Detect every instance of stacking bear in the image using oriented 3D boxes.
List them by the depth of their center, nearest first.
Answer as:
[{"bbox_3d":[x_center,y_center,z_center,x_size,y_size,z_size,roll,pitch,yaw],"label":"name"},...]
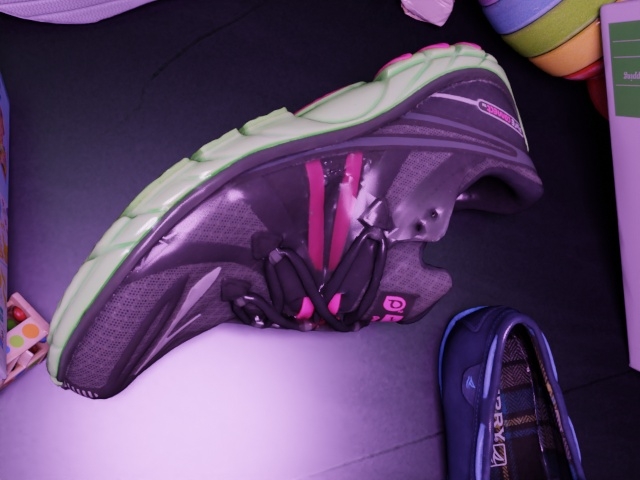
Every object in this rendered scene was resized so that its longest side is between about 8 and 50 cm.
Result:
[{"bbox_3d":[0.269,-0.235,0.739,0.289,0.175,0.164,43,47,-13],"label":"stacking bear"}]

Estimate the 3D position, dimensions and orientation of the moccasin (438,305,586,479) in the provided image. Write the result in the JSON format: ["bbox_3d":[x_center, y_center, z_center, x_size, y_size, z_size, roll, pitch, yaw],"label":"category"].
[{"bbox_3d":[0.172,0.228,0.640,0.137,0.117,0.342,-13,82,-14],"label":"moccasin"}]

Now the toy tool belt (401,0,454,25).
[{"bbox_3d":[0.104,-0.265,0.768,0.083,0.052,0.051,30,43,-8],"label":"toy tool belt"}]

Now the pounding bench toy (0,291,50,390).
[{"bbox_3d":[-0.266,0.093,0.610,0.052,0.083,0.065,45,42,1],"label":"pounding bench toy"}]

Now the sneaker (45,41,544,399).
[{"bbox_3d":[0.000,0.000,0.616,0.482,0.185,0.202,-30,82,-15],"label":"sneaker"}]

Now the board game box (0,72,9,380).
[{"bbox_3d":[-0.317,-0.042,0.534,0.142,0.144,0.275,-6,59,-13],"label":"board game box"}]

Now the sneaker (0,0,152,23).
[{"bbox_3d":[-0.194,-0.275,0.689,0.258,0.094,0.091,-15,64,-19],"label":"sneaker"}]

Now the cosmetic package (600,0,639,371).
[{"bbox_3d":[0.379,-0.039,0.637,0.155,0.197,0.366,-14,105,-15],"label":"cosmetic package"}]
